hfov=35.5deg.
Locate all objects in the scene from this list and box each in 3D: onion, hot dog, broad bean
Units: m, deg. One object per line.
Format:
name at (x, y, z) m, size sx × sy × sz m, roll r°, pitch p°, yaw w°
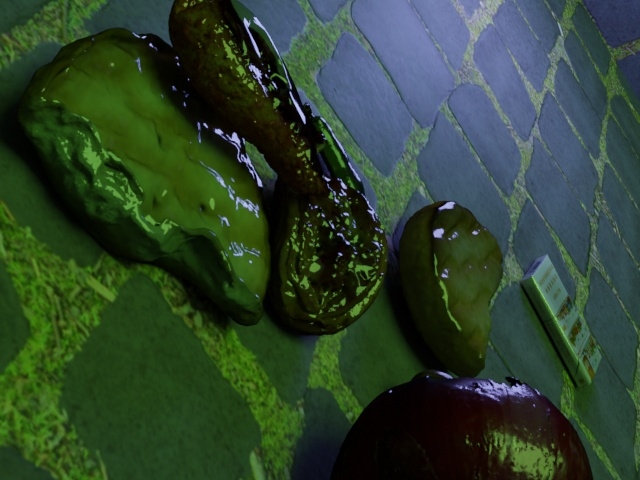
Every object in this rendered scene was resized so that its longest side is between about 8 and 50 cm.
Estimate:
onion at (0.145, 0.265, 1.041) m, size 0.276 × 0.276 × 0.276 m, roll 36°, pitch 41°, yaw -39°
hot dog at (0.000, 0.002, 1.185) m, size 0.160 × 0.099 × 0.227 m, roll 26°, pitch 44°, yaw -34°
broad bean at (0.027, -0.080, 1.341) m, size 0.227 × 0.039 × 0.069 m, roll 64°, pitch 24°, yaw 2°

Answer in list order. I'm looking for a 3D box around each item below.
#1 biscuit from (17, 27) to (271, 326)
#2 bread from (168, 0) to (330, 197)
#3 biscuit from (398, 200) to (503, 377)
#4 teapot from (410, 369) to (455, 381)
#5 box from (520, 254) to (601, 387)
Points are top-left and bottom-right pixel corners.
biscuit at (-0.155, -0.057, 1.018) m, size 0.329 × 0.078 × 0.335 m, roll -24°, pitch 89°, yaw -62°
bread at (-0.075, -0.157, 1.091) m, size 0.269 × 0.095 × 0.139 m, roll 57°, pitch 22°, yaw -32°
biscuit at (0.185, 0.053, 1.432) m, size 0.213 × 0.091 × 0.274 m, roll 58°, pitch 33°, yaw -16°
teapot at (0.193, 0.270, 1.246) m, size 0.252 × 0.135 × 0.178 m, roll 63°, pitch 27°, yaw -4°
box at (0.436, 0.144, 1.803) m, size 0.221 × 0.032 × 0.122 m, roll 61°, pitch 31°, yaw -5°
